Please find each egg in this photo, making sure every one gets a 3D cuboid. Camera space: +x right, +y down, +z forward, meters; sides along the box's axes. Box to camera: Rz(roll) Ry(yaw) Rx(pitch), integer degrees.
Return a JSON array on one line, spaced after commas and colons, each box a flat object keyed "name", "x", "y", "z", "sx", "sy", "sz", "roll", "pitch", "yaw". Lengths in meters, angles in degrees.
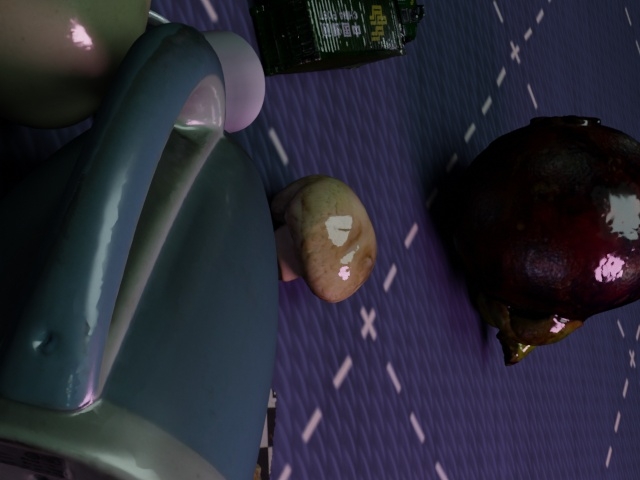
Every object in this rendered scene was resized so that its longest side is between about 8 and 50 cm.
[{"name": "egg", "x": -0.211, "y": -0.204, "z": 0.691, "sx": 0.188, "sy": 0.188, "sz": 0.254, "roll": -40, "pitch": 124, "yaw": -52}]

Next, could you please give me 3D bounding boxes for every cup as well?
[{"name": "cup", "x": -0.140, "y": -0.144, "z": 0.885, "sx": 0.133, "sy": 0.136, "sz": 0.099, "roll": -27, "pitch": 139, "yaw": -54}]

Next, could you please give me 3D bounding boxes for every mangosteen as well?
[{"name": "mangosteen", "x": 0.334, "y": 0.007, "z": 1.349, "sx": 0.306, "sy": 0.306, "sz": 0.360, "roll": -18, "pitch": 108, "yaw": -56}]

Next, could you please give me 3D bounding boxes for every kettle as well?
[{"name": "kettle", "x": -0.132, "y": 0.024, "z": 0.669, "sx": 0.319, "sy": 0.247, "sz": 0.342, "roll": 110, "pitch": -4, "yaw": -53}]

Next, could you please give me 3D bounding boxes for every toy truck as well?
[{"name": "toy truck", "x": 0.028, "y": -0.266, "z": 1.146, "sx": 0.259, "sy": 0.088, "sz": 0.121, "roll": -20, "pitch": 98, "yaw": -54}]

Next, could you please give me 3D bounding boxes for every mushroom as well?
[{"name": "mushroom", "x": 0.000, "y": 0.000, "z": 1.020, "sx": 0.112, "sy": 0.148, "sz": 0.148, "roll": -22, "pitch": 104, "yaw": -15}]

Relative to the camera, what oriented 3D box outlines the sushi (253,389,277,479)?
[{"name": "sushi", "x": -0.089, "y": 0.222, "z": 0.903, "sx": 0.192, "sy": 0.040, "sz": 0.210, "roll": 25, "pitch": 62, "yaw": -51}]
